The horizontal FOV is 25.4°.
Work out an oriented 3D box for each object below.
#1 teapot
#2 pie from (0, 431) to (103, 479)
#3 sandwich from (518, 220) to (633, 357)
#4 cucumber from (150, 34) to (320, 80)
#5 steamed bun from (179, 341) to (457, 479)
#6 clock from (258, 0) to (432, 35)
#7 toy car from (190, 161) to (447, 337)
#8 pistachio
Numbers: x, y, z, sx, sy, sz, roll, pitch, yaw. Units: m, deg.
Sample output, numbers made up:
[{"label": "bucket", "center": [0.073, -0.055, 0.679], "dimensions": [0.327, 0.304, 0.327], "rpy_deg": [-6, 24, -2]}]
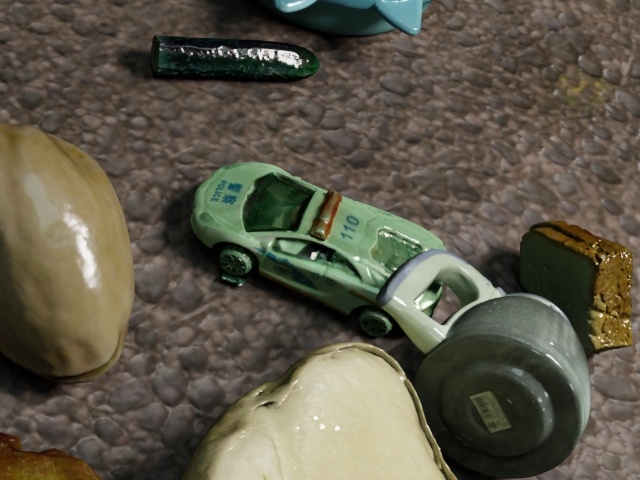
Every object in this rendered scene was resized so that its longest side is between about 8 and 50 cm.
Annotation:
[{"label": "teapot", "center": [0.108, 0.079, 0.932], "dimensions": [0.149, 0.111, 0.108], "rpy_deg": [19, 31, 12]}, {"label": "pie", "center": [-0.248, 0.214, 0.662], "dimensions": [0.355, 0.103, 0.288], "rpy_deg": [-29, 49, -28]}, {"label": "sandwich", "center": [0.178, 0.034, 1.002], "dimensions": [0.036, 0.093, 0.105], "rpy_deg": [-11, 25, -24]}, {"label": "cucumber", "center": [-0.062, -0.138, 1.084], "dimensions": [0.133, 0.032, 0.032], "rpy_deg": [1, 53, -18]}, {"label": "steamed bun", "center": [-0.009, 0.169, 0.811], "dimensions": [0.212, 0.110, 0.231], "rpy_deg": [9, 44, -40]}, {"label": "clock", "center": [0.015, -0.266, 1.170], "dimensions": [0.224, 0.094, 0.274], "rpy_deg": [9, 53, -10]}, {"label": "toy car", "center": [0.000, 0.000, 0.980], "dimensions": [0.186, 0.058, 0.093], "rpy_deg": [24, 51, -1]}, {"label": "pistachio", "center": [-0.181, 0.003, 0.893], "dimensions": [0.126, 0.108, 0.185], "rpy_deg": [-33, 74, -9]}]
